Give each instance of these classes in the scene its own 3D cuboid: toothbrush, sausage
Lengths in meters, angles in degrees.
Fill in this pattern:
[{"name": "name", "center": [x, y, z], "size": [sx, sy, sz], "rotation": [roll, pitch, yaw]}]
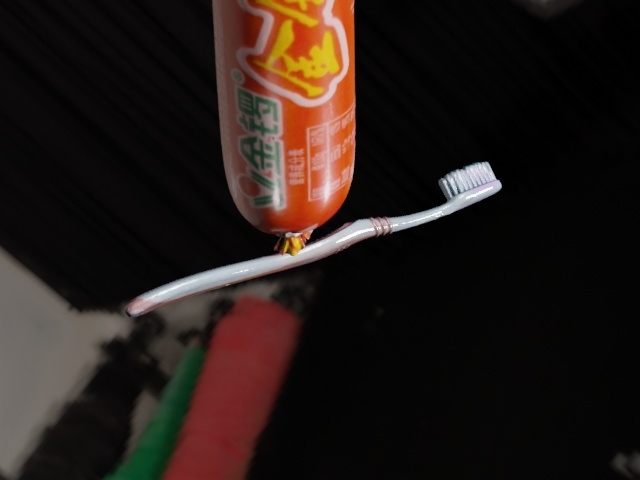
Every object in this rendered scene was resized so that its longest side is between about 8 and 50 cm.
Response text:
[{"name": "toothbrush", "center": [0.000, 0.000, 0.701], "size": [0.193, 0.019, 0.013], "rotation": [-20, 170, -23]}, {"name": "sausage", "center": [-0.013, -0.055, 0.452], "size": [0.050, 0.145, 0.048], "rotation": [-27, -138, -33]}]
